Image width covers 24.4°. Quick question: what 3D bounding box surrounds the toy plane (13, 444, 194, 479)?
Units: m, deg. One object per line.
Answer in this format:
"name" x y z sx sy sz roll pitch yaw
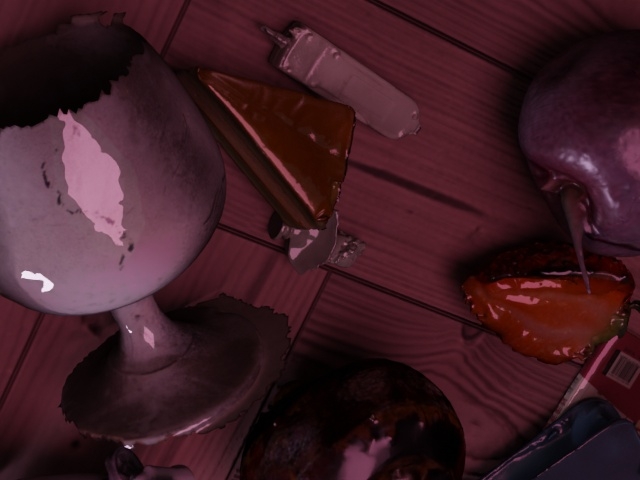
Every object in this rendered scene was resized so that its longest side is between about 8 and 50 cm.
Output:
"toy plane" -0.233 0.267 1.311 0.267 0.267 0.122 -20 75 -16

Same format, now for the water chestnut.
"water chestnut" 0.044 0.229 1.407 0.224 0.238 0.223 -15 124 -23

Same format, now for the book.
"book" 0.319 0.221 1.634 0.162 0.022 0.231 29 96 -26

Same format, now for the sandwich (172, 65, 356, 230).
"sandwich" -0.062 -0.081 1.313 0.163 0.079 0.113 13 85 -28

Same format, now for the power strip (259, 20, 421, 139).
"power strip" 0.019 -0.149 1.366 0.191 0.030 0.047 31 96 -29

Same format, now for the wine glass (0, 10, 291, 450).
"wine glass" -0.173 -0.008 1.228 0.238 0.238 0.323 -25 125 -13

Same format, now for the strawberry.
"strawberry" 0.238 0.054 1.504 0.192 0.085 0.140 -10 130 2

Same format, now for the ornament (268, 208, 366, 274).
"ornament" -0.003 0.000 1.405 0.068 0.041 0.092 -42 120 -1

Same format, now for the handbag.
"handbag" 0.260 0.294 1.593 0.229 0.062 0.179 -36 119 -7

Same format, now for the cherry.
"cherry" 0.295 -0.095 1.419 0.266 0.184 0.213 -42 123 -26
